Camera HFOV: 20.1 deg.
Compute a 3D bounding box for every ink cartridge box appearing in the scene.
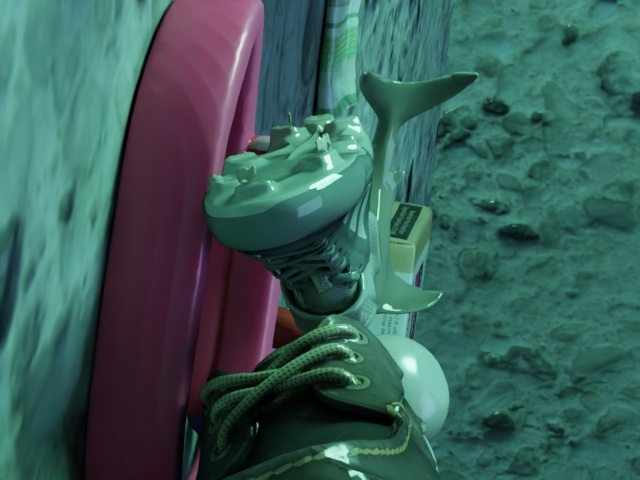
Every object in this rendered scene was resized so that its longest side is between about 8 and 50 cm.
[{"bbox_3d":[0.043,0.090,1.718,0.193,0.088,0.235,-60,158,-76],"label":"ink cartridge box"}]

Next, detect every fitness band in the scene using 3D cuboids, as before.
[{"bbox_3d":[-0.059,0.023,0.892,0.209,0.054,0.291,-10,107,-83],"label":"fitness band"}]

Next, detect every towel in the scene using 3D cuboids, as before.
[{"bbox_3d":[0.020,-0.173,1.450,0.113,0.023,0.152,-61,158,-74],"label":"towel"}]

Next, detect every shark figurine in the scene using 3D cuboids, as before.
[{"bbox_3d":[0.053,0.001,1.484,0.166,0.116,0.278,92,18,-65],"label":"shark figurine"}]

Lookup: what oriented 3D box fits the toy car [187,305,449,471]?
[{"bbox_3d":[-0.020,0.108,1.059,0.136,0.159,0.182,56,24,-22],"label":"toy car"}]

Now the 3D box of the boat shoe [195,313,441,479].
[{"bbox_3d":[-0.012,0.108,0.797,0.355,0.132,0.130,75,-5,-79],"label":"boat shoe"}]

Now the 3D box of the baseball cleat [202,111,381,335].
[{"bbox_3d":[0.000,0.000,0.816,0.206,0.072,0.109,-47,127,-74],"label":"baseball cleat"}]
